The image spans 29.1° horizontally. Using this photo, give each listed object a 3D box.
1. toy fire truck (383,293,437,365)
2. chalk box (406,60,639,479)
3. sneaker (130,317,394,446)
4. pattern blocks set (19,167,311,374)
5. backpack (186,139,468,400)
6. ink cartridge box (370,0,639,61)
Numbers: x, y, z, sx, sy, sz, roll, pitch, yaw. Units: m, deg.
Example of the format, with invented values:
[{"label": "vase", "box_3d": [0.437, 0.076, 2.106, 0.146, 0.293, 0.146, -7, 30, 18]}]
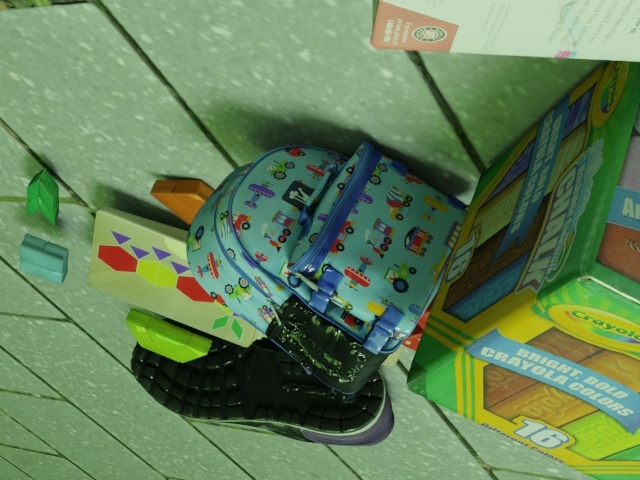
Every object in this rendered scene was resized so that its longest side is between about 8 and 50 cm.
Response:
[{"label": "toy fire truck", "box_3d": [0.072, 0.078, 1.046, 0.135, 0.047, 0.192, -16, 136, 33]}, {"label": "chalk box", "box_3d": [0.204, 0.011, 0.701, 0.180, 0.179, 0.289, 27, 154, -8]}, {"label": "sneaker", "box_3d": [-0.061, 0.164, 1.290, 0.283, 0.107, 0.124, 13, 158, 19]}, {"label": "pattern blocks set", "box_3d": [-0.124, 0.033, 1.144, 0.324, 0.026, 0.285, 26, 144, -7]}, {"label": "backpack", "box_3d": [0.000, 0.000, 0.885, 0.173, 0.158, 0.117, 35, 145, 2]}, {"label": "ink cartridge box", "box_3d": [0.125, -0.130, 0.543, 0.198, 0.067, 0.115, 3, 168, -2]}]
